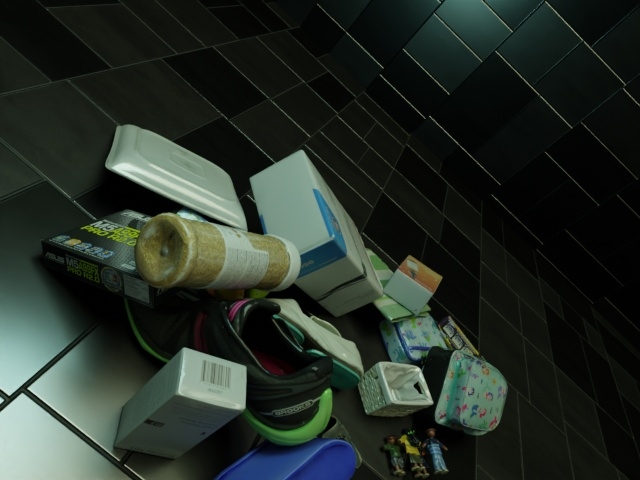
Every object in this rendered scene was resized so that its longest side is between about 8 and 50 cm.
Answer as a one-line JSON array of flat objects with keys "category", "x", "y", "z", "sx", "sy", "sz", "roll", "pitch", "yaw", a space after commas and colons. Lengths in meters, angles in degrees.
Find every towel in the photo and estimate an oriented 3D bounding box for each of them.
[{"category": "towel", "x": 0.179, "y": 0.133, "z": 1.518, "sx": 0.248, "sy": 0.038, "sz": 0.325, "roll": 2, "pitch": 36, "yaw": -49}]

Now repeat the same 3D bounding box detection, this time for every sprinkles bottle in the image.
[{"category": "sprinkles bottle", "x": -0.168, "y": 0.034, "z": 0.886, "sx": 0.121, "sy": 0.121, "sz": 0.355, "roll": 58, "pitch": 18, "yaw": 19}]

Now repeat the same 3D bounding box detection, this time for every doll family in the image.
[{"category": "doll family", "x": 0.243, "y": 0.526, "z": 1.201, "sx": 0.193, "sy": 0.076, "sz": 0.111, "roll": 28, "pitch": 31, "yaw": -34}]

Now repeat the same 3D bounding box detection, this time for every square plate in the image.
[{"category": "square plate", "x": -0.351, "y": -0.176, "z": 1.216, "sx": 0.348, "sy": 0.049, "sz": 0.344, "roll": 27, "pitch": 17, "yaw": -28}]

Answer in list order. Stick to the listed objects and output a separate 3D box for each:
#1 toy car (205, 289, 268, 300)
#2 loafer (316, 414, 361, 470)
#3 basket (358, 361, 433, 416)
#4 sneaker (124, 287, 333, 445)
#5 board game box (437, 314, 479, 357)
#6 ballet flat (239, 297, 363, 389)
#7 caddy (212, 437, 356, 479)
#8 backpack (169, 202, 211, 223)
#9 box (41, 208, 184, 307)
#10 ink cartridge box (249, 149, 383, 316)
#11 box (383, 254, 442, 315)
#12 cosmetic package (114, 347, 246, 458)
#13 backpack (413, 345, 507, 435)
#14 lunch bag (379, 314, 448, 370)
[{"category": "toy car", "x": -0.195, "y": 0.093, "z": 1.137, "sx": 0.136, "sy": 0.159, "sz": 0.182, "roll": 22, "pitch": 16, "yaw": 37}, {"category": "loafer", "x": -0.005, "y": 0.404, "z": 1.034, "sx": 0.267, "sy": 0.084, "sz": 0.096, "roll": 43, "pitch": 32, "yaw": -5}, {"category": "basket", "x": 0.192, "y": 0.396, "z": 1.254, "sx": 0.167, "sy": 0.103, "sz": 0.113, "roll": 17, "pitch": 42, "yaw": -37}, {"category": "sneaker", "x": -0.169, "y": 0.174, "z": 0.910, "sx": 0.483, "sy": 0.202, "sz": 0.185, "roll": 26, "pitch": 21, "yaw": 21}, {"category": "board game box", "x": 0.461, "y": 0.357, "z": 1.659, "sx": 0.170, "sy": 0.048, "sz": 0.141, "roll": 54, "pitch": 31, "yaw": 14}, {"category": "ballet flat", "x": -0.051, "y": 0.221, "z": 1.139, "sx": 0.400, "sy": 0.139, "sz": 0.139, "roll": 38, "pitch": 32, "yaw": -27}, {"category": "caddy", "x": -0.066, "y": 0.476, "z": 0.805, "sx": 0.341, "sy": 0.179, "sz": 0.241, "roll": -13, "pitch": 88, "yaw": -54}, {"category": "backpack", "x": -0.316, "y": -0.020, "z": 1.138, "sx": 0.114, "sy": 0.105, "sz": 0.084, "roll": 35, "pitch": 56, "yaw": -12}, {"category": "box", "x": -0.361, "y": 0.023, "z": 0.943, "sx": 0.270, "sy": 0.060, "sz": 0.216, "roll": 16, "pitch": 26, "yaw": 21}, {"category": "ink cartridge box", "x": 0.000, "y": 0.000, "z": 1.280, "sx": 0.395, "sy": 0.166, "sz": 0.285, "roll": 48, "pitch": 19, "yaw": -54}, {"category": "box", "x": 0.287, "y": 0.135, "z": 1.478, "sx": 0.130, "sy": 0.091, "sz": 0.170, "roll": 35, "pitch": 24, "yaw": 11}, {"category": "cosmetic package", "x": -0.230, "y": 0.274, "z": 0.782, "sx": 0.118, "sy": 0.231, "sz": 0.085, "roll": 26, "pitch": 37, "yaw": -28}, {"category": "backpack", "x": 0.411, "y": 0.434, "z": 1.358, "sx": 0.254, "sy": 0.191, "sz": 0.225, "roll": 31, "pitch": 71, "yaw": -34}, {"category": "lunch bag", "x": 0.296, "y": 0.315, "z": 1.481, "sx": 0.219, "sy": 0.090, "sz": 0.175, "roll": 15, "pitch": 46, "yaw": -38}]
